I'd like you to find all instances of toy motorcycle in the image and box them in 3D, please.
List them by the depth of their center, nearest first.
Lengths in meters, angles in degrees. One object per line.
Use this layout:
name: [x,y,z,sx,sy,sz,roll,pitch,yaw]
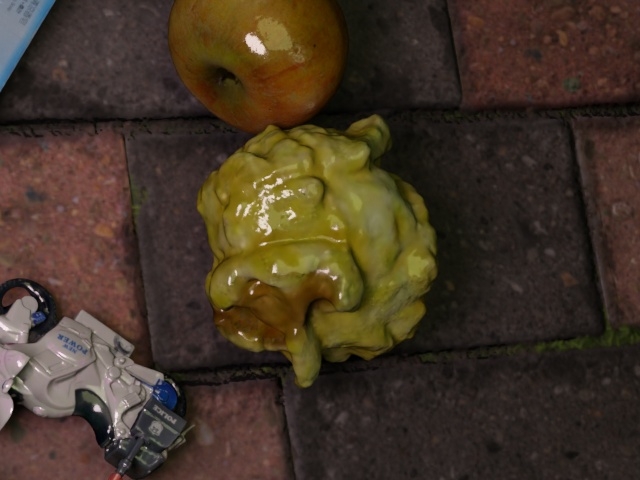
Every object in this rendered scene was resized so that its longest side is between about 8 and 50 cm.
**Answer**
toy motorcycle: [-0.223,0.139,1.743,0.221,0.102,0.150,35,53,-9]

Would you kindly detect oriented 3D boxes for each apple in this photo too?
apple: [-0.057,-0.196,1.861,0.182,0.182,0.155,46,53,-5]

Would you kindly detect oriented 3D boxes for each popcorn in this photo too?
popcorn: [0.000,0.000,1.822,0.256,0.195,0.255,43,69,-27]

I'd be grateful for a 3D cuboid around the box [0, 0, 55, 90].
box: [-0.342,-0.203,1.796,0.142,0.083,0.232,31,65,-11]
